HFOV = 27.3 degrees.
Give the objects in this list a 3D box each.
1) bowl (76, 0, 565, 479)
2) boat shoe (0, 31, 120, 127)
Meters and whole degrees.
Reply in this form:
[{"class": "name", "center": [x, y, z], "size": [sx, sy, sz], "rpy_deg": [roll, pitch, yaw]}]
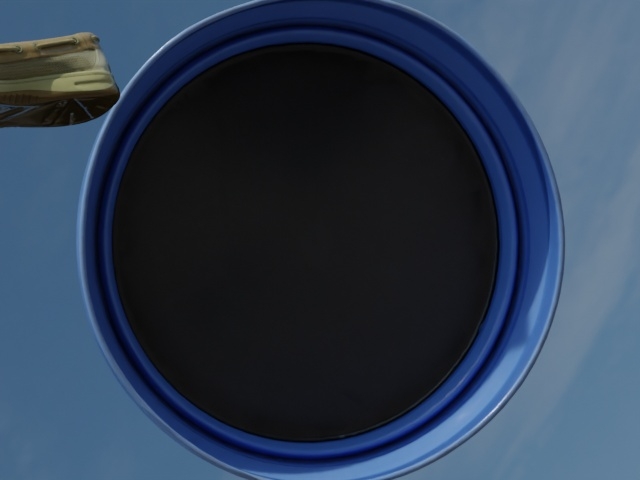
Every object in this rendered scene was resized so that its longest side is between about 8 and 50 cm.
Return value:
[{"class": "bowl", "center": [0.000, 0.000, 1.052], "size": [0.391, 0.391, 0.077], "rpy_deg": [-48, 10, -12]}, {"class": "boat shoe", "center": [-0.182, -0.090, 0.712], "size": [0.153, 0.048, 0.056], "rpy_deg": [-8, -18, -37]}]
